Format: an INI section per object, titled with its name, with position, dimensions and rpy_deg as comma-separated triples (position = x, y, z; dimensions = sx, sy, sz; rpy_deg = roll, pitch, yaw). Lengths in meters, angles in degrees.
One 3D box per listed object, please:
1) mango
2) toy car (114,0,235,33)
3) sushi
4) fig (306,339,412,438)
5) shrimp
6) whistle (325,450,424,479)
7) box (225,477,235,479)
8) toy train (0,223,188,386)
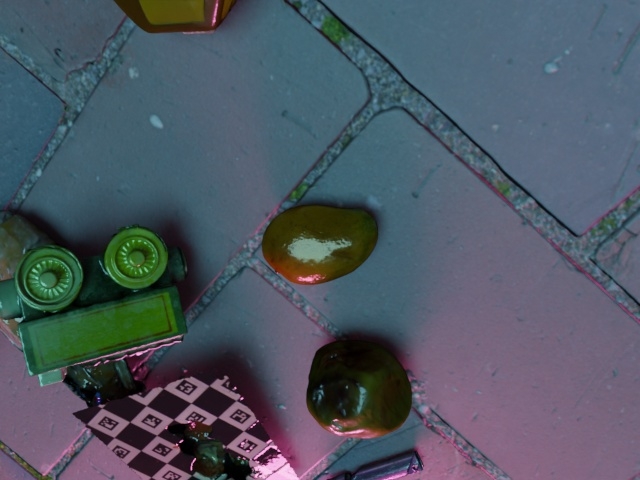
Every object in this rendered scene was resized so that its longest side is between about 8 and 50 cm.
[mango]
position = -0.002, 0.007, 0.929
dimensions = 0.164, 0.089, 0.115
rpy_deg = 5, 101, 9
[toy car]
position = -0.166, -0.348, 0.803
dimensions = 0.247, 0.204, 0.198
rpy_deg = 1, 133, 15
[sushi]
position = -0.203, 0.317, 1.073
dimensions = 0.264, 0.050, 0.290
rpy_deg = -20, 122, 15
[fig]
position = 0.062, 0.221, 0.963
dimensions = 0.165, 0.144, 0.154
rpy_deg = 27, 150, -19
[shrimp]
position = -0.437, 0.152, 1.082
dimensions = 0.221, 0.110, 0.446
rpy_deg = -32, 96, 28
[whistle]
position = 0.085, 0.383, 1.073
dimensions = 0.176, 0.033, 0.033
rpy_deg = -25, 102, 20
[box]
position = -0.133, 0.470, 1.134
dimensions = 0.090, 0.024, 0.167
rpy_deg = -30, 121, 22
[toy train]
position = -0.320, 0.086, 0.952
dimensions = 0.271, 0.159, 0.188
rpy_deg = -13, 91, -21
